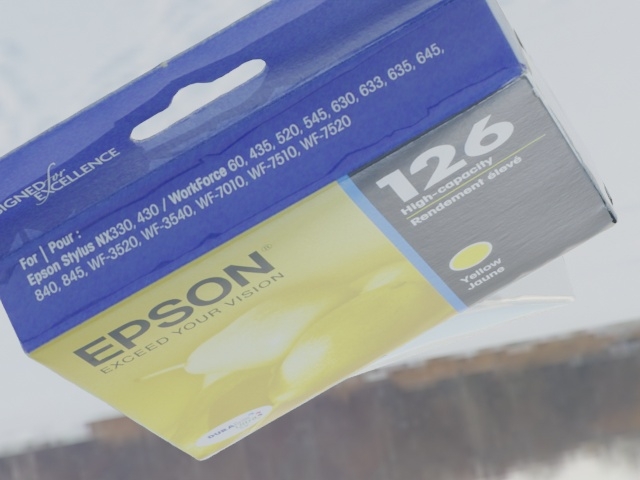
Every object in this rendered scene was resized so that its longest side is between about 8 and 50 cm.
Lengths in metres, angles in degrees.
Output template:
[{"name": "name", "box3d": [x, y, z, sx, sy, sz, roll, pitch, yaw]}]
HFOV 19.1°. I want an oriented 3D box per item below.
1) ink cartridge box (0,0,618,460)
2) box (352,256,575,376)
[{"name": "ink cartridge box", "box3d": [-0.010, -0.010, 1.034, 0.303, 0.072, 0.307, -29, 154, 10]}, {"name": "box", "box3d": [0.000, 0.000, 1.565, 0.345, 0.215, 0.168, -22, 168, 33]}]
